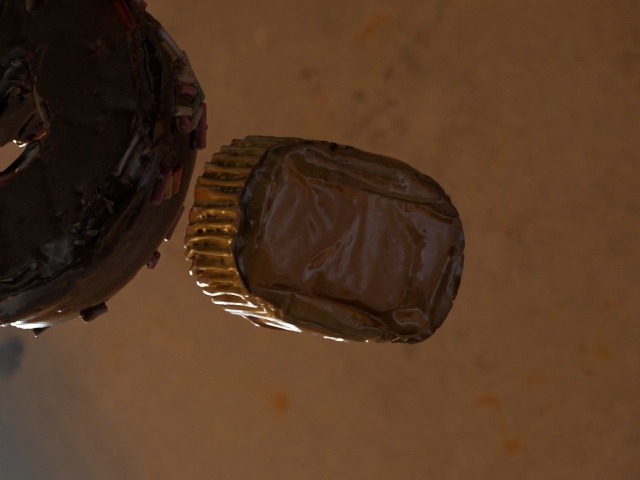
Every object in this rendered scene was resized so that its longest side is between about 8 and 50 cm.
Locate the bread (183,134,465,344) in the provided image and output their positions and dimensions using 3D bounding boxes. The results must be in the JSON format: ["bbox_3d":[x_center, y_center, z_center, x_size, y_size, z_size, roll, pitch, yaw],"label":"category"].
[{"bbox_3d":[0.000,0.000,1.340,0.114,0.190,0.132,3,-103,59],"label":"bread"}]

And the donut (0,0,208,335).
[{"bbox_3d":[-0.224,-0.103,1.782,0.259,0.136,0.345,-34,-124,17],"label":"donut"}]
